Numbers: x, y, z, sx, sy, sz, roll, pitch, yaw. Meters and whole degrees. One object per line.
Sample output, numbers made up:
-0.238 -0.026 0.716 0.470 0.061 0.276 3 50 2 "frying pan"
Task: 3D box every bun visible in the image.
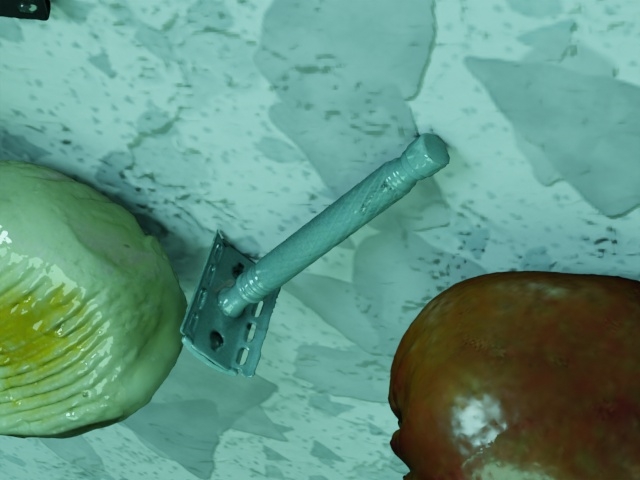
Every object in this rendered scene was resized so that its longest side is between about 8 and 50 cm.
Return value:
-0.224 0.043 0.896 0.243 0.153 0.244 8 122 13 "bun"

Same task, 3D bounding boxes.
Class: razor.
0.000 0.000 0.792 0.068 0.106 0.232 37 132 -21 "razor"

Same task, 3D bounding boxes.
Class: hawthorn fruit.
0.173 0.121 0.753 0.260 0.224 0.224 -12 134 17 "hawthorn fruit"

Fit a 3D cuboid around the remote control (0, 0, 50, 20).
-0.201 -0.220 0.646 0.063 0.025 0.245 12 143 11 "remote control"
